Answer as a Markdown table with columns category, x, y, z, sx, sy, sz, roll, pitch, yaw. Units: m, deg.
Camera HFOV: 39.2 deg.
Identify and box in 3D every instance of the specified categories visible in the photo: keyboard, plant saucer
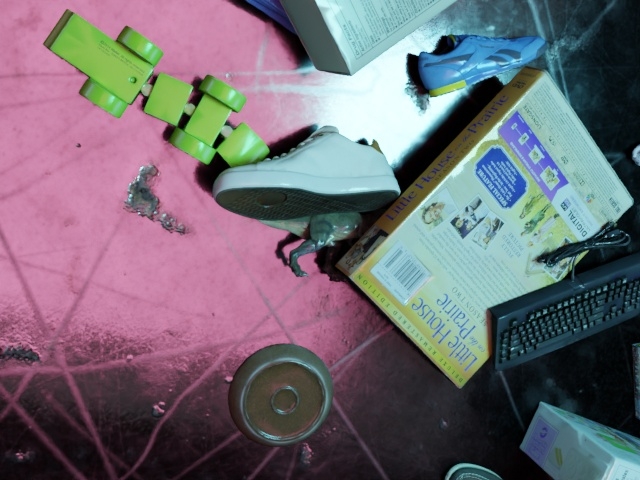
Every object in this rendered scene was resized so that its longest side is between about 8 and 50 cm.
| category | x | y | z | sx | sy | sz | roll | pitch | yaw |
| --- | --- | --- | --- | --- | --- | --- | --- | --- | --- |
| keyboard | 0.409 | 0.083 | 1.443 | 0.317 | 0.033 | 0.201 | -19 | 119 | -21 |
| plant saucer | -0.058 | 0.246 | 1.400 | 0.169 | 0.029 | 0.168 | -3 | 100 | -15 |

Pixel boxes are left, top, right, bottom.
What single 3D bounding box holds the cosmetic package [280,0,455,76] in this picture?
| category | x | y | z | sx | sy | sz | roll | pitch | yaw |
| --- | --- | --- | --- | --- | --- | --- | --- | --- | --- |
| cosmetic package | 0.102 | -0.381 | 1.256 | 0.309 | 0.113 | 0.160 | -36 | 117 | -14 |

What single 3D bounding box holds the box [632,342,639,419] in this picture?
| category | x | y | z | sx | sy | sz | roll | pitch | yaw |
| --- | --- | --- | --- | --- | --- | --- | --- | --- | --- |
| box | 0.593 | 0.240 | 1.567 | 0.094 | 0.027 | 0.137 | -9 | 102 | -12 |

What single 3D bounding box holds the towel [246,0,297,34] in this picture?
| category | x | y | z | sx | sy | sz | roll | pitch | yaw |
| --- | --- | --- | --- | --- | --- | --- | --- | --- | --- |
| towel | -0.010 | -0.473 | 1.262 | 0.243 | 0.040 | 0.336 | 27 | 90 | -30 |

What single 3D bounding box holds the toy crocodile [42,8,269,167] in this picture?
| category | x | y | z | sx | sy | sz | roll | pitch | yaw |
| --- | --- | --- | --- | --- | --- | --- | --- | --- | --- |
| toy crocodile | -0.220 | -0.200 | 1.252 | 0.341 | 0.105 | 0.115 | 29 | 90 | -13 |

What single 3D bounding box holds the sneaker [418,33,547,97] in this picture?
| category | x | y | z | sx | sy | sz | roll | pitch | yaw |
| --- | --- | --- | --- | --- | --- | --- | --- | --- | --- |
| sneaker | 0.247 | -0.287 | 1.367 | 0.209 | 0.069 | 0.082 | -21 | 100 | -10 |

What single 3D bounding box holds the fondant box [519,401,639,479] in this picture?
| category | x | y | z | sx | sy | sz | roll | pitch | yaw |
| --- | --- | --- | --- | --- | --- | --- | --- | --- | --- |
| fondant box | 0.526 | 0.393 | 1.466 | 0.330 | 0.238 | 0.096 | 23 | 94 | -17 |

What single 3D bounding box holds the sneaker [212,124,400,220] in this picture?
| category | x | y | z | sx | sy | sz | roll | pitch | yaw |
| --- | --- | --- | --- | --- | --- | --- | --- | --- | --- |
| sneaker | -0.029 | -0.102 | 1.300 | 0.290 | 0.106 | 0.123 | -3 | 66 | -31 |

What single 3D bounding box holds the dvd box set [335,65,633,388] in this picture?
| category | x | y | z | sx | sy | sz | roll | pitch | yaw |
| --- | --- | --- | --- | --- | --- | --- | --- | --- | --- |
| dvd box set | 0.264 | -0.012 | 1.389 | 0.420 | 0.062 | 0.307 | -47 | 120 | -3 |

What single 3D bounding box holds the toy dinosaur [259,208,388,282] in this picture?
| category | x | y | z | sx | sy | sz | roll | pitch | yaw |
| --- | --- | --- | --- | --- | --- | --- | --- | --- | --- |
| toy dinosaur | 0.000 | 0.000 | 1.356 | 0.268 | 0.064 | 0.118 | 5 | 83 | -16 |

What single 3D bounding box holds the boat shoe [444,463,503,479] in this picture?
| category | x | y | z | sx | sy | sz | roll | pitch | yaw |
| --- | --- | --- | --- | --- | --- | --- | --- | --- | --- |
| boat shoe | 0.306 | 0.453 | 1.507 | 0.228 | 0.069 | 0.081 | 38 | 89 | -17 |

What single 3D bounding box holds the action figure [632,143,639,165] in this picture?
| category | x | y | z | sx | sy | sz | roll | pitch | yaw |
| --- | --- | --- | --- | --- | --- | --- | --- | --- | --- |
| action figure | 0.668 | -0.135 | 1.409 | 0.276 | 0.248 | 0.370 | -11 | 105 | -13 |
